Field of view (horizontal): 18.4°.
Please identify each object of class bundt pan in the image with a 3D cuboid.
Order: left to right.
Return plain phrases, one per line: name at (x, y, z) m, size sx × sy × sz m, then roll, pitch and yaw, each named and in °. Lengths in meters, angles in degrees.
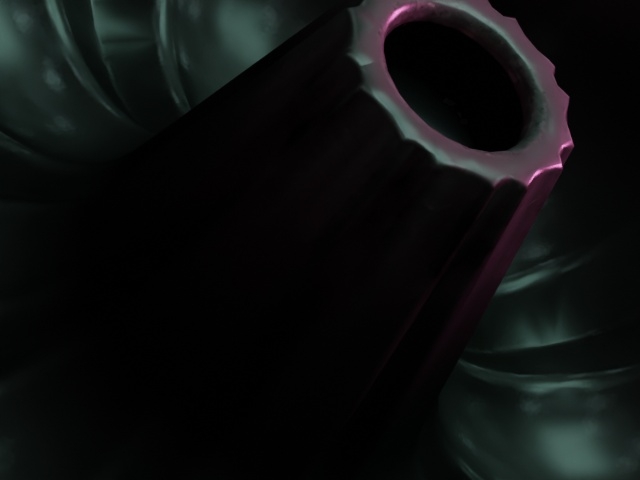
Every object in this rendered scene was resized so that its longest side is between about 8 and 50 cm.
bundt pan at (0.000, 0.000, 0.437) m, size 0.331 × 0.124 × 0.331 m, roll 19°, pitch 47°, yaw -22°
